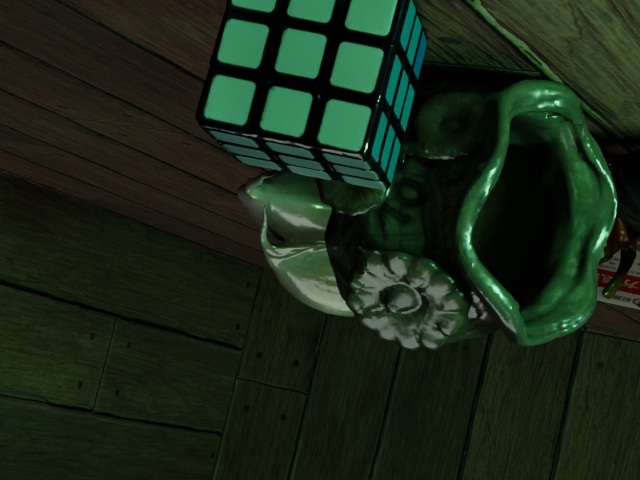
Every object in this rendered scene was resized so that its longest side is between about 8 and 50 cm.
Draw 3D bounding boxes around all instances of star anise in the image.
[{"bbox_3d":[0.369,-0.026,1.721,0.212,0.196,0.111,-20,125,13],"label":"star anise"}]

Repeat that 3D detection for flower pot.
[{"bbox_3d":[0.146,-0.028,1.486,0.213,0.301,0.302,3,168,41],"label":"flower pot"}]

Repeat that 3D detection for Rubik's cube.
[{"bbox_3d":[-0.004,-0.147,1.305,0.163,0.162,0.160,11,174,11],"label":"Rubik's cube"}]

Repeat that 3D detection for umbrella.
[{"bbox_3d":[0.305,-0.065,1.645,0.340,0.118,0.118,8,172,42],"label":"umbrella"}]

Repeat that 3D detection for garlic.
[{"bbox_3d":[0.000,0.000,2.327,0.340,0.231,0.246,10,179,-32],"label":"garlic"}]

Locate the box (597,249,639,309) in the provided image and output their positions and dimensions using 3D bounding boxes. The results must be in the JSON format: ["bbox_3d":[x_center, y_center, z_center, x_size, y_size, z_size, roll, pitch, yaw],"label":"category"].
[{"bbox_3d":[0.332,-0.001,2.061,0.353,0.069,0.214,14,154,12],"label":"box"}]
